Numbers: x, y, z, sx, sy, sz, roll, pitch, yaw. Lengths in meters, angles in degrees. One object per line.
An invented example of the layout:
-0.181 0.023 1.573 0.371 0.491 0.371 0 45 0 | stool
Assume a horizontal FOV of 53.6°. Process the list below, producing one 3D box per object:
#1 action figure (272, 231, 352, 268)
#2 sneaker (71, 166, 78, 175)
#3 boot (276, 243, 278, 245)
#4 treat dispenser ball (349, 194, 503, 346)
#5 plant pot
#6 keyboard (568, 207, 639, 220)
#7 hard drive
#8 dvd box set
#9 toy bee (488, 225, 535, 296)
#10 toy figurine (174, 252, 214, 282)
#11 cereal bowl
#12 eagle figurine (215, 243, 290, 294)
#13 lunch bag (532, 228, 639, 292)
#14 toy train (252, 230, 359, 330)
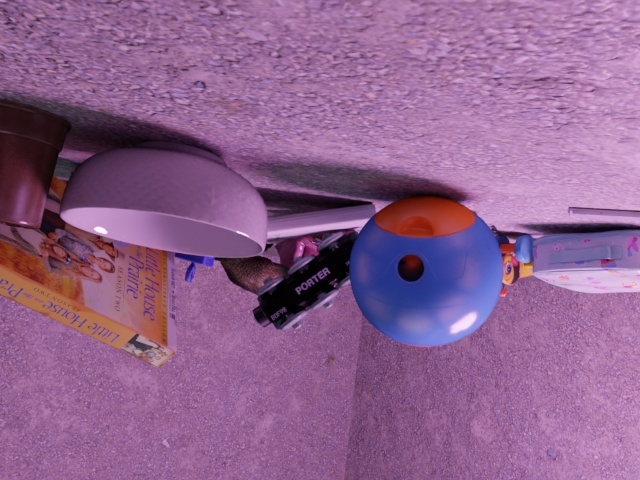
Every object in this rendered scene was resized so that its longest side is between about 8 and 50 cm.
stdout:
0.000 0.000 1.752 0.248 0.276 0.370 -24 159 -10 | action figure
-0.481 -0.104 1.398 0.118 0.110 0.292 -2 -176 -14 | sneaker
-0.011 0.020 2.089 0.258 0.095 0.123 4 168 15 | boot
0.198 0.058 1.202 0.288 0.288 0.288 7 175 1 | treat dispenser ball
-0.466 -0.106 0.932 0.167 0.165 0.167 7 176 0 | plant pot
0.583 -0.042 1.138 0.256 0.014 0.072 5 180 21 | keyboard
-0.040 -0.033 1.441 0.307 0.040 0.203 -8 176 -5 | hard drive
-0.443 0.023 1.139 0.420 0.062 0.308 37 -158 -33 | dvd box set
0.466 0.062 1.596 0.298 0.162 0.195 8 176 -18 | toy bee
-0.283 -0.019 1.367 0.191 0.217 0.362 7 174 -1 | toy figurine
-0.248 -0.073 1.057 0.339 0.141 0.339 6 168 1 | cereal bowl
-0.216 0.029 1.660 0.226 0.225 0.298 -7 -139 -33 | eagle figurine
0.625 0.043 1.395 0.224 0.108 0.279 19 162 -38 | lunch bag
-0.008 0.097 1.519 0.334 0.142 0.190 -36 172 6 | toy train
